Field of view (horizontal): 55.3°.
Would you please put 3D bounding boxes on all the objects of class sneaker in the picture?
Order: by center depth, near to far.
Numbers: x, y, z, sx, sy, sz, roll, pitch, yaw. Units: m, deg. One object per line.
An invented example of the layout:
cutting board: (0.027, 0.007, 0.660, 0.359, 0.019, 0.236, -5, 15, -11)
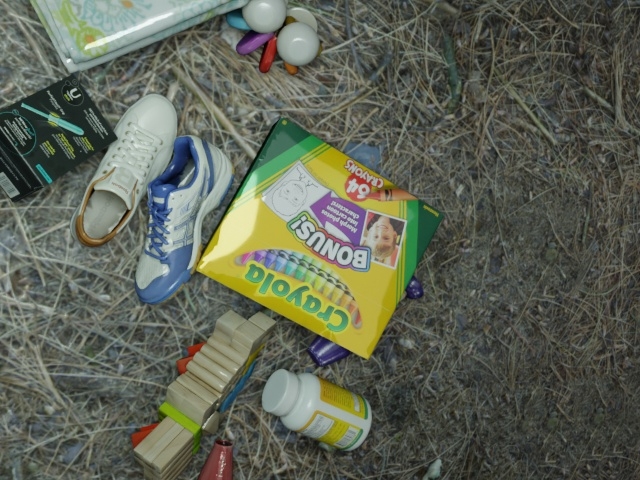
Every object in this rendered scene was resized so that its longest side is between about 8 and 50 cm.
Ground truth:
sneaker: (-0.313, -0.114, 1.016, 0.106, 0.123, 0.290, 28, 83, -25)
sneaker: (-0.259, -0.041, 1.036, 0.131, 0.112, 0.296, 41, 66, -59)

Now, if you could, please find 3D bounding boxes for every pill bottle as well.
pill bottle: (-0.009, 0.336, 1.225, 0.209, 0.118, 0.117, 30, 83, -27)

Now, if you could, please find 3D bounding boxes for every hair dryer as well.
hair dryer: (-0.268, 0.492, 1.137, 0.293, 0.080, 0.223, -41, 111, -17)

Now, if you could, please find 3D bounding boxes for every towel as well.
towel: (-0.288, -0.468, 0.934, 0.375, 0.090, 0.320, -27, 95, -10)

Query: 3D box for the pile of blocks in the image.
pile of blocks: (-0.226, 0.276, 1.133, 0.113, 0.149, 0.362, 30, 68, 17)

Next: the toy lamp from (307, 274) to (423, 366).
toy lamp: (0.094, 0.165, 1.277, 0.275, 0.080, 0.080, -35, 110, -18)

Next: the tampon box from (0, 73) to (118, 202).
tampon box: (-0.422, -0.157, 0.933, 0.120, 0.102, 0.161, 60, 41, -20)

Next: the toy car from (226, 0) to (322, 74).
toy car: (-0.090, -0.374, 1.097, 0.136, 0.159, 0.182, -39, 117, 23)

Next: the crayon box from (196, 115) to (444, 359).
crayon box: (0.000, 0.000, 1.149, 0.363, 0.106, 0.313, 29, 84, -12)
